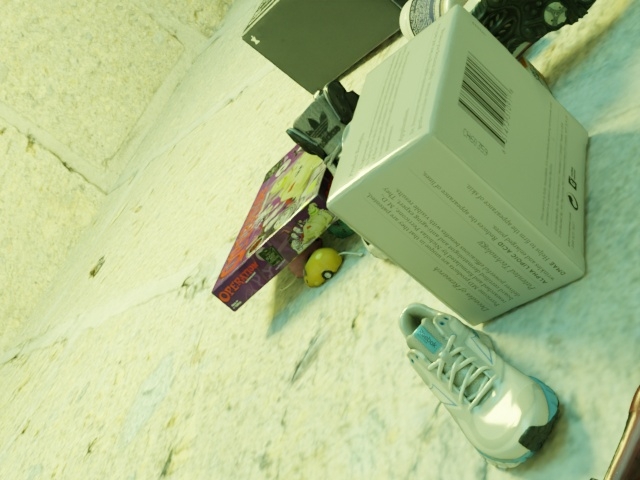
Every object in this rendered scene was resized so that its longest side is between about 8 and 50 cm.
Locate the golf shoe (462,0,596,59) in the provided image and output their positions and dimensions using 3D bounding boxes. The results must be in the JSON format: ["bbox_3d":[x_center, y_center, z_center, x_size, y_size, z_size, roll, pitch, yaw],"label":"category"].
[{"bbox_3d":[0.185,-0.232,0.919,0.273,0.105,0.120,-46,15,1],"label":"golf shoe"}]

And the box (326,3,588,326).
[{"bbox_3d":[0.122,-0.061,0.752,0.119,0.182,0.181,-32,29,40],"label":"box"}]

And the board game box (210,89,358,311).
[{"bbox_3d":[-0.030,-0.066,1.232,0.208,0.056,0.347,-47,14,28],"label":"board game box"}]

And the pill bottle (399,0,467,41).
[{"bbox_3d":[0.167,-0.290,1.158,0.094,0.094,0.169,-55,20,-5],"label":"pill bottle"}]

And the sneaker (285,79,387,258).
[{"bbox_3d":[0.036,-0.088,1.022,0.101,0.153,0.268,-45,21,21],"label":"sneaker"}]

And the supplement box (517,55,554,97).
[{"bbox_3d":[0.190,-0.138,0.939,0.098,0.036,0.062,-43,22,23],"label":"supplement box"}]

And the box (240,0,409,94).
[{"bbox_3d":[0.051,-0.455,1.558,0.296,0.183,0.294,-28,30,52],"label":"box"}]

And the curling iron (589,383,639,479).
[{"bbox_3d":[0.204,0.089,0.522,0.274,0.035,0.068,-54,-17,-15],"label":"curling iron"}]

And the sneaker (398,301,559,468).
[{"bbox_3d":[0.103,0.099,0.671,0.071,0.083,0.191,-50,21,2],"label":"sneaker"}]

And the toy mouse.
[{"bbox_3d":[0.000,0.000,1.132,0.161,0.031,0.143,-37,25,36],"label":"toy mouse"}]
